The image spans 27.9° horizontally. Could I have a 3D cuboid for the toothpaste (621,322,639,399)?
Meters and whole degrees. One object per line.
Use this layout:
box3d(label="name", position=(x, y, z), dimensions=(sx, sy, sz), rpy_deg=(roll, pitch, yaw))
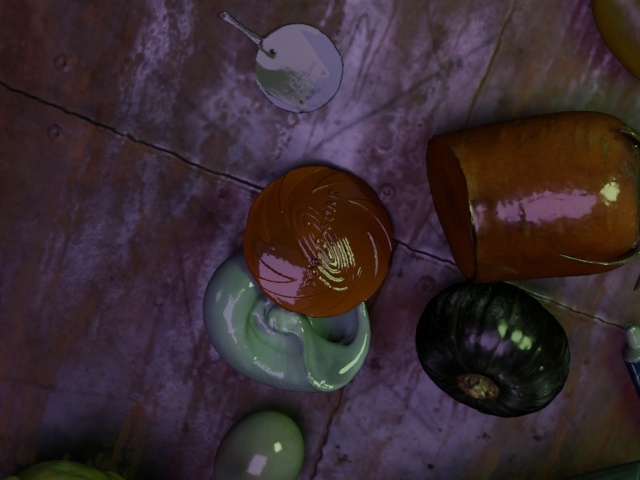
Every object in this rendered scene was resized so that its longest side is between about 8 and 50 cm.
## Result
box3d(label="toothpaste", position=(0.441, 0.221, 1.625), dimensions=(0.069, 0.047, 0.268), rpy_deg=(-26, 104, 6))

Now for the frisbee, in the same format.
box3d(label="frisbee", position=(0.000, 0.000, 1.601), dimensions=(0.192, 0.035, 0.192), rpy_deg=(2, 82, -12))

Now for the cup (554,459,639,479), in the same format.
box3d(label="cup", position=(0.260, 0.441, 1.565), dimensions=(0.392, 0.401, 0.310), rpy_deg=(-14, 66, 20))

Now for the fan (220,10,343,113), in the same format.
box3d(label="fan", position=(-0.053, -0.232, 1.603), dimensions=(0.175, 0.005, 0.113), rpy_deg=(36, 111, -1))

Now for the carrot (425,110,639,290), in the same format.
box3d(label="carrot", position=(0.283, -0.051, 1.484), dimensions=(0.331, 0.214, 0.193), rpy_deg=(-6, 107, 10))

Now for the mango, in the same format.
box3d(label="mango", position=(0.371, -0.251, 1.470), dimensions=(0.103, 0.076, 0.161), rpy_deg=(-39, 93, 25))

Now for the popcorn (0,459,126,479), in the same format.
box3d(label="popcorn", position=(-0.344, 0.437, 1.718), dimensions=(0.312, 0.312, 0.312), rpy_deg=(4, 108, 11))

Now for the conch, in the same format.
box3d(label="conch", position=(-0.042, 0.099, 1.646), dimensions=(0.221, 0.121, 0.185), rpy_deg=(38, 105, -1))

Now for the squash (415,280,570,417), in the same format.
box3d(label="squash", position=(0.213, 0.131, 1.579), dimensions=(0.193, 0.156, 0.193), rpy_deg=(36, 150, 25))

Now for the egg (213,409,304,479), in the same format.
box3d(label="egg", position=(-0.084, 0.297, 1.722), dimensions=(0.114, 0.114, 0.152), rpy_deg=(32, 113, 0))
